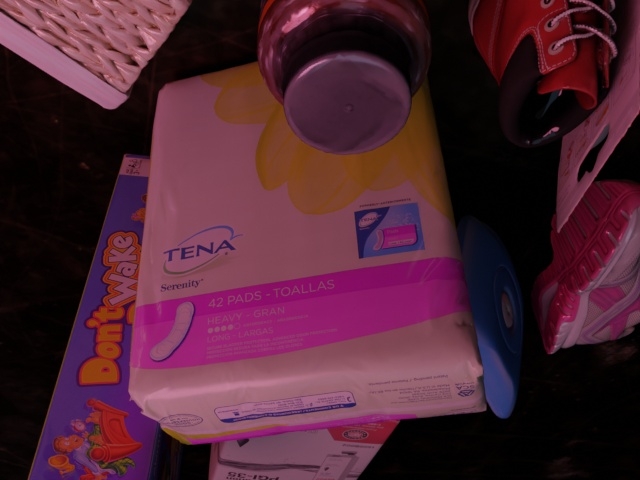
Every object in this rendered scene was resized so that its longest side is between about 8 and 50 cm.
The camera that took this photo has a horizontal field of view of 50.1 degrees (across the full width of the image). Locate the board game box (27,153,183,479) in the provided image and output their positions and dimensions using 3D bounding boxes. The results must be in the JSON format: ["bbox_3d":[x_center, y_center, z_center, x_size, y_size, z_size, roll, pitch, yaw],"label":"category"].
[{"bbox_3d":[-0.164,0.124,0.623,0.078,0.347,0.233,5,138,-5],"label":"board game box"}]

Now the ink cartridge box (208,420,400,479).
[{"bbox_3d":[-0.032,0.250,0.940,0.208,0.117,0.283,9,138,-11],"label":"ink cartridge box"}]

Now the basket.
[{"bbox_3d":[-0.170,-0.189,0.445,0.167,0.113,0.103,32,127,-32],"label":"basket"}]

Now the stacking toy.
[{"bbox_3d":[0.062,0.097,0.761,0.302,0.165,0.175,-12,129,29],"label":"stacking toy"}]

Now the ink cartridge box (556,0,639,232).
[{"bbox_3d":[0.209,-0.110,0.468,0.045,0.179,0.145,11,152,5],"label":"ink cartridge box"}]

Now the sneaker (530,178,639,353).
[{"bbox_3d":[0.302,0.027,0.714,0.111,0.102,0.252,-5,145,-1],"label":"sneaker"}]

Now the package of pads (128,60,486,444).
[{"bbox_3d":[-0.017,-0.009,0.512,0.229,0.296,0.101,-9,147,10],"label":"package of pads"}]

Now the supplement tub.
[{"bbox_3d":[0.014,-0.144,0.433,0.106,0.197,0.106,-1,138,-1],"label":"supplement tub"}]

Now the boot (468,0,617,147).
[{"bbox_3d":[0.164,-0.181,0.409,0.089,0.176,0.244,9,136,-6],"label":"boot"}]
